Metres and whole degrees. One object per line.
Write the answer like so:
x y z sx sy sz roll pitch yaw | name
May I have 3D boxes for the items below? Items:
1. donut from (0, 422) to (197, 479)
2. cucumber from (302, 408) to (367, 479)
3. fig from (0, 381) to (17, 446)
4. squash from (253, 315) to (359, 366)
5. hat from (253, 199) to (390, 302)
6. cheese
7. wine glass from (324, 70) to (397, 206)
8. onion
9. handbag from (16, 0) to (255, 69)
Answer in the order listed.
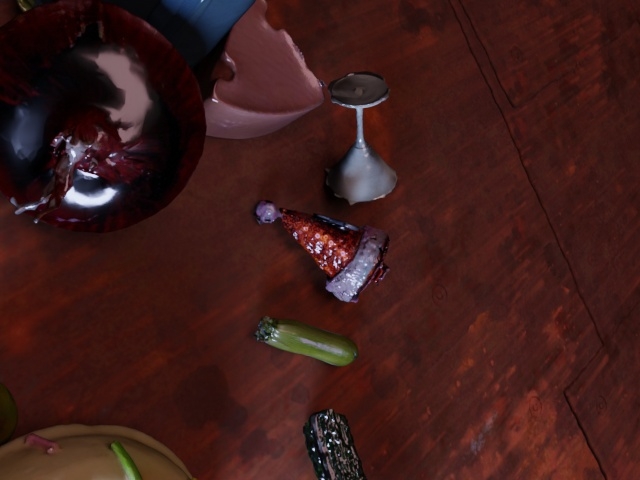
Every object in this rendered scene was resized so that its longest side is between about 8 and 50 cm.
-0.273 0.356 0.712 0.371 0.150 0.307 -34 107 -37 | donut
0.043 0.373 0.982 0.077 0.077 0.265 -10 74 -38 | cucumber
-0.369 0.188 0.744 0.074 0.074 0.087 21 46 -32 | fig
-0.019 0.152 1.026 0.184 0.052 0.052 20 68 -31 | squash
0.001 -0.003 1.058 0.228 0.128 0.140 31 19 -9 | hat
-0.121 -0.230 0.987 0.177 0.128 0.202 -46 109 -35 | cheese
0.063 -0.160 1.061 0.122 0.122 0.182 -49 150 -34 | wine glass
-0.261 -0.127 0.771 0.273 0.285 0.272 -5 115 -11 | onion
-0.213 -0.358 0.860 0.263 0.241 0.222 31 52 -28 | handbag
